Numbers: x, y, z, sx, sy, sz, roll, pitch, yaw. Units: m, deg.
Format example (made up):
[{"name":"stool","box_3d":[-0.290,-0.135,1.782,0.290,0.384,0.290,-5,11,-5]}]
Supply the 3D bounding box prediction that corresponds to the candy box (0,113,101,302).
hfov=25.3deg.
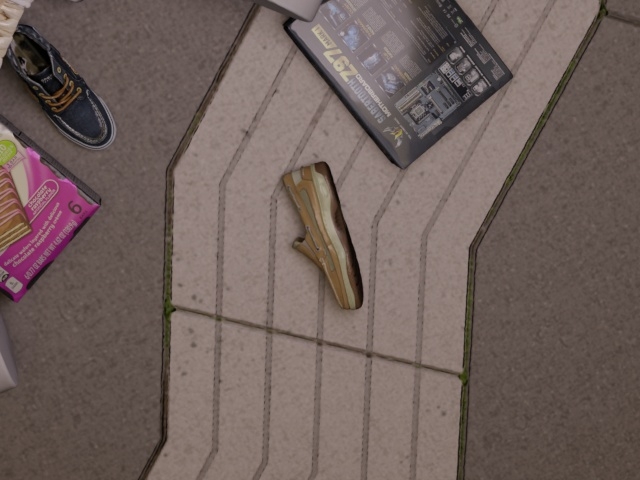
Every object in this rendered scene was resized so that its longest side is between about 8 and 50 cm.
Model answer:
[{"name":"candy box","box_3d":[-0.399,-0.061,1.695,0.233,0.071,0.159,40,92,-12]}]

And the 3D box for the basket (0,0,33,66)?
[{"name":"basket","box_3d":[-0.531,-0.237,1.477,0.328,0.331,0.266,15,102,-40]}]

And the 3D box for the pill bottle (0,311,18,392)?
[{"name":"pill bottle","box_3d":[-0.510,0.151,1.665,0.283,0.160,0.160,-17,101,-5]}]

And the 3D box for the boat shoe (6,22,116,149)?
[{"name":"boat shoe","box_3d":[-0.312,-0.177,1.684,0.065,0.083,0.183,-41,102,-1]}]

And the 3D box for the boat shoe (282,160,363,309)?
[{"name":"boat shoe","box_3d":[0.000,0.000,1.775,0.072,0.068,0.190,-16,91,6]}]

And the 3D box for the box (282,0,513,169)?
[{"name":"box","box_3d":[0.095,-0.232,1.750,0.183,0.059,0.232,-41,103,-1]}]

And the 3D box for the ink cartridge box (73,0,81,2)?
[{"name":"ink cartridge box","box_3d":[-0.340,-0.506,1.606,0.385,0.091,0.308,36,103,-11]}]

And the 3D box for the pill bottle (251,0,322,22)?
[{"name":"pill bottle","box_3d":[-0.015,-0.447,1.626,0.204,0.204,0.361,22,94,-11]}]
